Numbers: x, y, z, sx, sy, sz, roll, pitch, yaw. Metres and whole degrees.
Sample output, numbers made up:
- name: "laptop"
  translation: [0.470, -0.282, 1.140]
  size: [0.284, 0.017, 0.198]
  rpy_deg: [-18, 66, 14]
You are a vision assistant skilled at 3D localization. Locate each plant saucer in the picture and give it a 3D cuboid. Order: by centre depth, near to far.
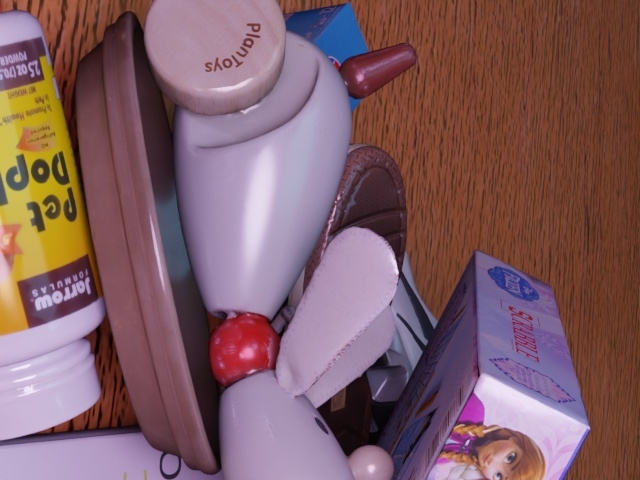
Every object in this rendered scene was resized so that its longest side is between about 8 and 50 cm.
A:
- name: "plant saucer"
  translation: [-0.101, 0.004, 0.847]
  size: [0.278, 0.041, 0.278]
  rpy_deg: [170, -90, -88]

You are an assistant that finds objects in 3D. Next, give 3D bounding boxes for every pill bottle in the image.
- name: "pill bottle"
  translation: [-0.182, -0.008, 0.758]
  size: [0.117, 0.117, 0.215]
  rpy_deg: [-30, 111, -56]

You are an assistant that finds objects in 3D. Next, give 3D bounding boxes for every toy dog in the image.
- name: "toy dog"
  translation: [0.000, 0.000, 0.845]
  size: [0.220, 0.161, 0.334]
  rpy_deg: [-125, -156, -86]

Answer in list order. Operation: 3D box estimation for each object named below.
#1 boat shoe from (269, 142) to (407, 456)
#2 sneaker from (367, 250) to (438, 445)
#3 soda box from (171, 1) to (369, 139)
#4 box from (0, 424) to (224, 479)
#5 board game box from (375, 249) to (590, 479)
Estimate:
- name: "boat shoe"
  translation: [-0.011, 0.051, 1.009]
  size: [0.095, 0.095, 0.257]
  rpy_deg: [-3, 108, -45]
- name: "sneaker"
  translation: [0.078, 0.153, 1.151]
  size: [0.146, 0.122, 0.331]
  rpy_deg: [-37, 117, -52]
- name: "soda box"
  translation: [-0.033, -0.096, 1.058]
  size: [0.210, 0.067, 0.071]
  rpy_deg: [-55, 131, -46]
- name: "box"
  translation: [-0.141, 0.230, 0.849]
  size: [0.322, 0.058, 0.232]
  rpy_deg: [5, 82, -57]
- name: "board game box"
  translation: [0.053, 0.186, 0.870]
  size: [0.319, 0.066, 0.318]
  rpy_deg: [-64, 180, 13]
